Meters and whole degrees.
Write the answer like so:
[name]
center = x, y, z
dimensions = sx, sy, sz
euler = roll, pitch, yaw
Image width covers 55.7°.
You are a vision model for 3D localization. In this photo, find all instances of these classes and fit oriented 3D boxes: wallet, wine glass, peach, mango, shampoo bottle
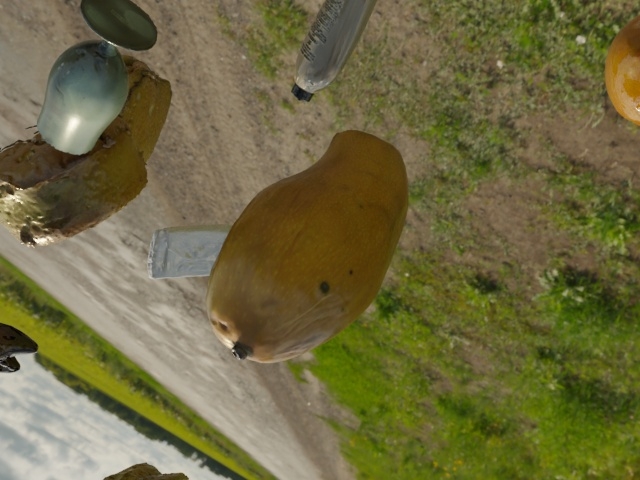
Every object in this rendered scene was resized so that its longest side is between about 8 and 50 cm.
[wallet]
center = -0.260, 0.024, 1.244
dimensions = 0.032, 0.182, 0.124
euler = 44, 126, 42
[wine glass]
center = -0.279, -0.194, 0.739
dimensions = 0.093, 0.093, 0.202
euler = 37, 132, -14
[peach]
center = 0.400, -0.194, 0.703
dimensions = 0.138, 0.138, 0.138
euler = 26, 157, 12
[mango]
center = 0.003, 0.002, 0.725
dimensions = 0.187, 0.359, 0.144
euler = 54, 143, -9
[shampoo bottle]
center = 0.020, -0.368, 1.107
dimensions = 0.078, 0.257, 0.127
euler = 9, -143, -39

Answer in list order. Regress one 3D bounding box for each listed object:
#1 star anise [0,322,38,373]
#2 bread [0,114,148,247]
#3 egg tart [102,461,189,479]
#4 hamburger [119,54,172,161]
[star anise]
center = -0.449, 0.102, 0.670
dimensions = 0.271, 0.103, 0.272
euler = -9, 150, -5
[bread]
center = -0.397, -0.082, 0.918
dimensions = 0.147, 0.260, 0.160
euler = -117, 6, -54
[egg tart]
center = -0.331, 0.441, 0.947
dimensions = 0.095, 0.278, 0.279
euler = 52, 167, 25
[hamburger]
center = -0.478, -0.292, 1.446
dimensions = 0.174, 0.284, 0.304
euler = 26, -178, -7
